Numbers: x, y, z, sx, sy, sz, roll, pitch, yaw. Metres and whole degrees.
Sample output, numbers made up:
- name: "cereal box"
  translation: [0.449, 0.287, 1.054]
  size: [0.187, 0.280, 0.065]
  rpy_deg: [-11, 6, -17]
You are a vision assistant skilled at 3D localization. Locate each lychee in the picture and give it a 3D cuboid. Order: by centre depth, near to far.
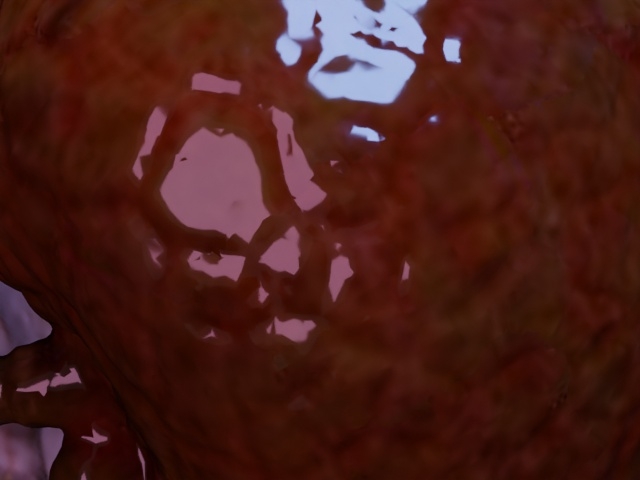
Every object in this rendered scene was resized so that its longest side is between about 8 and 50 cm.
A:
- name: "lychee"
  translation: [0.000, 0.000, 0.558]
  size: [0.300, 0.255, 0.255]
  rpy_deg: [-35, 72, -17]
